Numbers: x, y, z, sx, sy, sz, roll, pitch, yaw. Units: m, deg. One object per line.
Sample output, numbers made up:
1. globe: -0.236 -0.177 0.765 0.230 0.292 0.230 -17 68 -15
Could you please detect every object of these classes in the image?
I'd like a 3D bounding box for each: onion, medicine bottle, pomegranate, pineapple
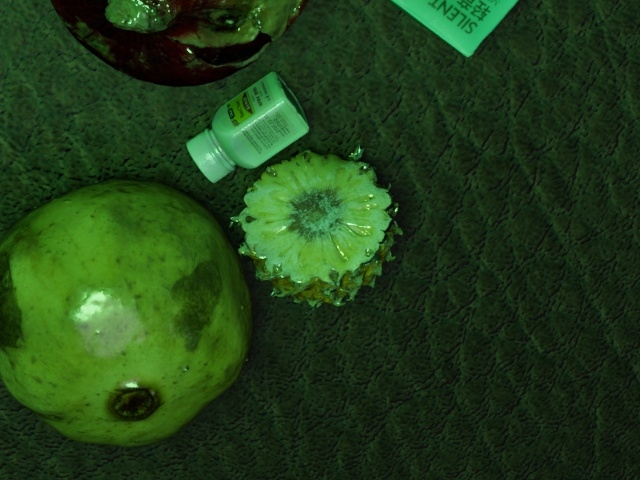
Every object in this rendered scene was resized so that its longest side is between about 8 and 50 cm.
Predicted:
1. onion: -0.137 -0.248 1.690 0.272 0.195 0.272 4 133 4
2. medicine bottle: -0.076 -0.112 1.874 0.118 0.074 0.055 -34 122 9
3. pomegranate: -0.208 0.070 1.846 0.281 0.281 0.281 -6 121 -10
4. pineapple: 0.001 0.003 1.936 0.176 0.161 0.137 -37 158 -16

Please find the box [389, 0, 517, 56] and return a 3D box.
1. box: 0.156 -0.357 1.760 0.205 0.118 0.311 35 107 -26
